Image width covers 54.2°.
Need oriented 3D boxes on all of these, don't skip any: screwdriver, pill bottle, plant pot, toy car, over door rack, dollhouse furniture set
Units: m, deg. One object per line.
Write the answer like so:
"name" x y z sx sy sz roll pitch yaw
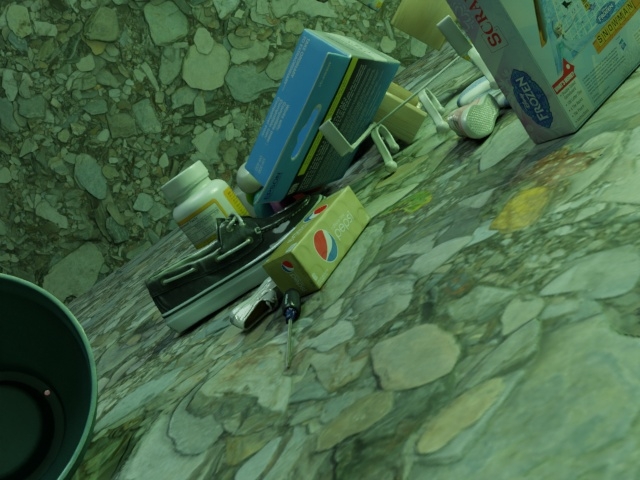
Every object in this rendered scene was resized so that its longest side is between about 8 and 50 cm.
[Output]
"screwdriver" -0.037 0.094 0.684 0.025 0.024 0.170 -4 20 6
"pill bottle" -0.193 -0.037 1.142 0.118 0.208 0.117 -34 13 9
"plant pot" -0.397 0.206 0.718 0.293 0.293 0.196 -42 -12 -26
"toy car" -0.074 -0.106 1.307 0.182 0.159 0.136 -30 51 19
"over door rack" 0.161 -0.215 1.001 0.240 0.108 0.324 -39 -5 22
"dollhouse furniture set" 0.201 -0.424 1.251 0.394 0.362 0.256 -61 2 20

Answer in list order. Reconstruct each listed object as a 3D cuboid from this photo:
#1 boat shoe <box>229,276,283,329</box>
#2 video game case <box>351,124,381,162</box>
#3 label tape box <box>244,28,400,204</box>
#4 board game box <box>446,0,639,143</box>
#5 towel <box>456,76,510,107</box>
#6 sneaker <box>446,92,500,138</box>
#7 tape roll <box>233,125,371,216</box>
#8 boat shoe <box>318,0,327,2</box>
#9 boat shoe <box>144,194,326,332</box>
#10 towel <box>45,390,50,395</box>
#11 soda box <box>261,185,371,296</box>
"boat shoe" -0.071 0.080 0.811 0.100 0.035 0.035 -38 39 -27
"video game case" 0.077 -0.231 1.581 0.274 0.026 0.196 -45 16 -34
"label tape box" -0.012 -0.209 1.032 0.249 0.115 0.348 -63 -15 22
"board game box" 0.278 -0.332 0.739 0.319 0.318 0.066 -41 13 -26
"towel" 0.352 -0.289 1.045 0.209 0.034 0.285 -36 13 1
"sneaker" 0.218 -0.173 0.932 0.070 0.051 0.134 -28 11 38
"tape roll" -0.049 -0.199 1.573 0.392 0.072 0.392 -33 13 9
"boat shoe" 0.014 -0.586 1.246 0.123 0.117 0.324 -63 1 40
"boat shoe" -0.132 0.013 1.004 0.335 0.119 0.121 -36 12 -3
"towel" -0.511 0.309 1.137 0.144 0.029 0.197 -20 22 50
"soda box" 0.000 0.000 0.838 0.058 0.061 0.181 -26 16 39
